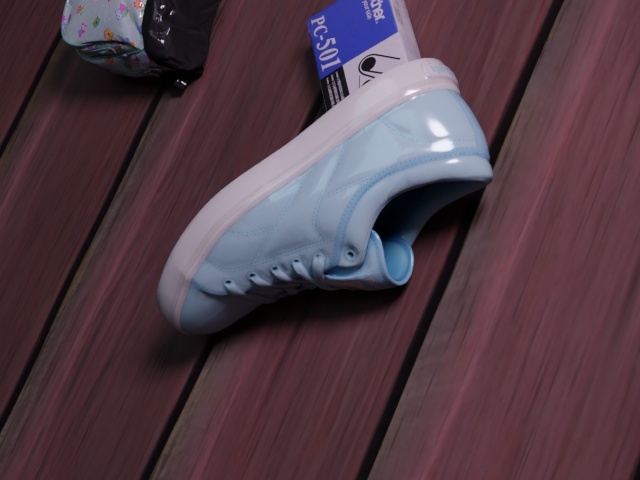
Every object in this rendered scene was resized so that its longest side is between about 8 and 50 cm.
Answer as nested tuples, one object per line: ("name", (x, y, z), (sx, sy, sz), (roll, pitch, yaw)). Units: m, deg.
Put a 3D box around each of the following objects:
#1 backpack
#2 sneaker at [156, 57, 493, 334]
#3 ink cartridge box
("backpack", (-0.207, -0.255, 1.720), (0.182, 0.115, 0.152), (0, 64, 43))
("sneaker", (0.000, 0.000, 1.357), (0.366, 0.135, 0.150), (-42, 61, 25))
("ink cartridge box", (0.050, -0.164, 1.486), (0.097, 0.046, 0.207), (-30, 46, 20))
